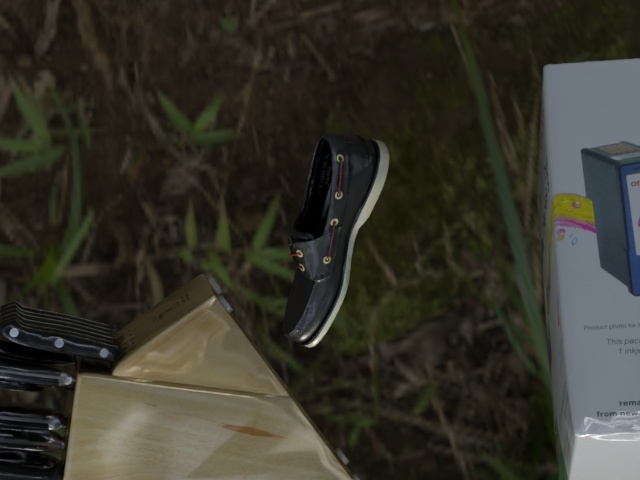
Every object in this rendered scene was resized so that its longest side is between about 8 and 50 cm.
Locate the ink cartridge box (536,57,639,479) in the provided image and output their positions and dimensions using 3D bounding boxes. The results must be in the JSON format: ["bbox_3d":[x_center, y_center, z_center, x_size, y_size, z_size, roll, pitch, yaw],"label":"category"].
[{"bbox_3d":[0.168,0.029,0.906,0.093,0.212,0.154,-1,155,4],"label":"ink cartridge box"}]

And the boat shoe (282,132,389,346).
[{"bbox_3d":[-0.001,-0.001,0.992,0.042,0.049,0.133,9,109,-26],"label":"boat shoe"}]

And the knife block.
[{"bbox_3d":[-0.134,0.149,1.169,0.242,0.088,0.275,-36,103,-1],"label":"knife block"}]
